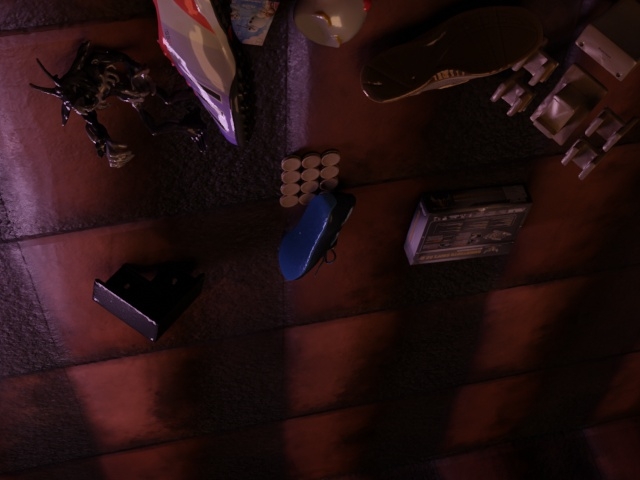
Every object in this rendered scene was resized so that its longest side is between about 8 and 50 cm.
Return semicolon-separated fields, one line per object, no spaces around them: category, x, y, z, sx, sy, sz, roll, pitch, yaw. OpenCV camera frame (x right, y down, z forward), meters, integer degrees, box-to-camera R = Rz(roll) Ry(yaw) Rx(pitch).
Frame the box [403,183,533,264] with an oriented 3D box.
box;0.305;-0.032;2.131;0.231;0.056;0.183;-6;146;-13

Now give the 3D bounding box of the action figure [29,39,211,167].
action figure;-0.293;-0.209;1.555;0.276;0.141;0.164;5;127;-28

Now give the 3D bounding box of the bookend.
bookend;-0.337;0.093;2.023;0.157;0.156;0.072;-48;167;-38

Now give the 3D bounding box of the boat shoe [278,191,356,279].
boat shoe;0.000;0.000;2.006;0.089;0.109;0.258;-13;159;-33

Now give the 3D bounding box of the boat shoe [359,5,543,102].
boat shoe;0.210;-0.303;1.672;0.302;0.109;0.098;-20;-174;6

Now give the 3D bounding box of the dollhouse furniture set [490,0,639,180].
dollhouse furniture set;0.454;-0.272;1.726;0.161;0.212;0.242;-38;167;-42

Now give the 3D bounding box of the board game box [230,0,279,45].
board game box;-0.118;-0.337;1.545;0.090;0.020;0.090;2;144;-23

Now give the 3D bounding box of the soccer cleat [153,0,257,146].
soccer cleat;-0.174;-0.274;1.507;0.116;0.108;0.318;-5;131;12

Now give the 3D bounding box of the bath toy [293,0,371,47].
bath toy;-0.001;-0.414;1.397;0.151;0.129;0.348;21;157;28

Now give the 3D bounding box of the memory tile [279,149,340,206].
memory tile;-0.020;-0.115;1.918;0.113;0.012;0.148;-9;145;-10
